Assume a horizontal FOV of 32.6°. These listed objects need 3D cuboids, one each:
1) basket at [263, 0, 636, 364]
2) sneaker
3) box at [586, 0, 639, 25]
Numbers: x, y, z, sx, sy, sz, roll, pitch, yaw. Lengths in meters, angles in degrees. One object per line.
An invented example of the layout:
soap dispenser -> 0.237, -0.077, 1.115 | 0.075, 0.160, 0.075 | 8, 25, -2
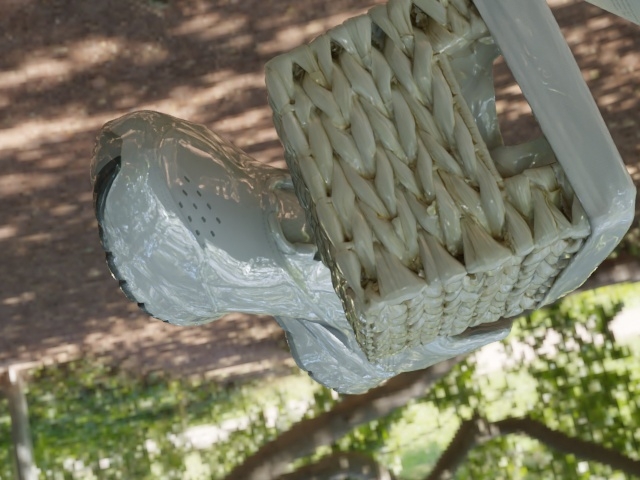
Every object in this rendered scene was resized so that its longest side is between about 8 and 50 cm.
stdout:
basket -> 0.045, -0.022, 0.445 | 0.103, 0.113, 0.167 | -22, 167, -3
sneaker -> 0.000, 0.000, 0.592 | 0.129, 0.111, 0.297 | -15, 154, 32
box -> 0.309, -0.313, 0.999 | 0.181, 0.119, 0.182 | -57, 148, 1
